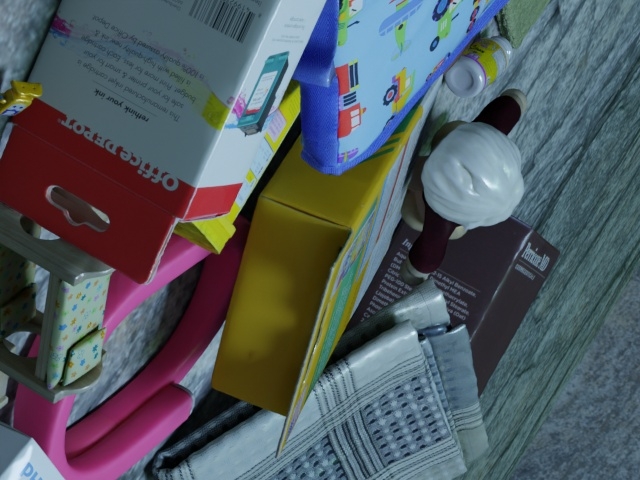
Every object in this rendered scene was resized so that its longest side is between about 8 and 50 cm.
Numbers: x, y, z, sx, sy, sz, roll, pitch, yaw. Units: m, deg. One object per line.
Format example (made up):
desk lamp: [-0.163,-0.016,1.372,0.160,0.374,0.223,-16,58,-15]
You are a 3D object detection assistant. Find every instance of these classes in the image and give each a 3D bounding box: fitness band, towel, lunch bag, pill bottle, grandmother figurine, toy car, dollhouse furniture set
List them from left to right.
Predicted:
toy car: [-0.204,-0.053,1.158,0.040,0.060,0.122,-34,172,35]
dollhouse furniture set: [-0.159,0.036,1.335,0.161,0.101,0.182,-42,154,-46]
fitness band: [-0.141,0.083,1.541,0.291,0.054,0.209,-39,152,-52]
towel: [0.019,0.211,1.905,0.324,0.056,0.312,-33,142,-10]
lunch bag: [0.052,-0.200,1.384,0.221,0.138,0.293,91,21,-48]
grandmother figurine: [0.126,-0.054,1.842,0.342,0.104,0.208,102,7,-88]
pill bottle: [0.160,-0.176,1.980,0.083,0.043,0.043,-40,153,-49]
towel: [0.212,-0.261,2.018,0.110,0.027,0.148,-58,163,-6]

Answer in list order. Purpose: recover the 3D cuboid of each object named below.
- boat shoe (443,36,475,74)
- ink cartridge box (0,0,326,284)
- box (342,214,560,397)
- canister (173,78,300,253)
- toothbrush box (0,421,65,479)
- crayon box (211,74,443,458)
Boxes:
boat shoe: [0.109,-0.184,1.794,0.178,0.064,0.060,-54,159,-28]
ink cartridge box: [-0.098,-0.103,1.234,0.231,0.134,0.078,-64,163,14]
box: [0.101,0.134,2.149,0.381,0.143,0.191,-63,162,1]
canister: [-0.068,-0.088,1.442,0.170,0.073,0.126,-59,163,-8]
toothbrush box: [-0.266,0.279,1.278,0.295,0.126,0.216,-53,138,-25]
crayon box: [0.000,0.000,1.643,0.323,0.083,0.203,-61,169,-54]
